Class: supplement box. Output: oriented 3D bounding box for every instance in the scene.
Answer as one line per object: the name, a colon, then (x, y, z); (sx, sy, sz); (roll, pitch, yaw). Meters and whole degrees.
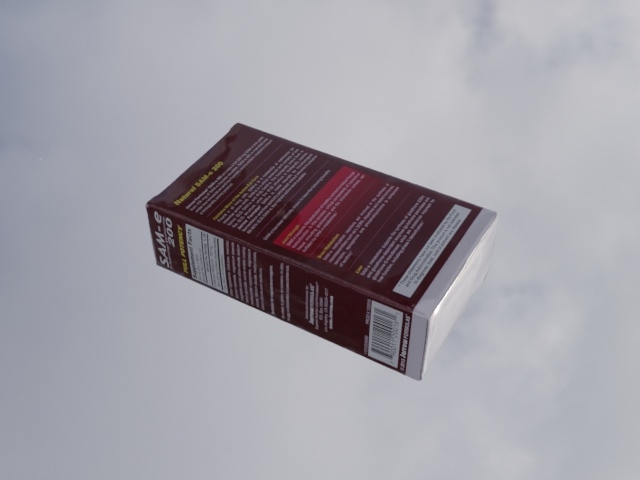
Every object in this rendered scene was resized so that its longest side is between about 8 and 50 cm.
supplement box: (0.000, 0.000, 0.695); (0.130, 0.239, 0.073); (-48, -29, -40)
